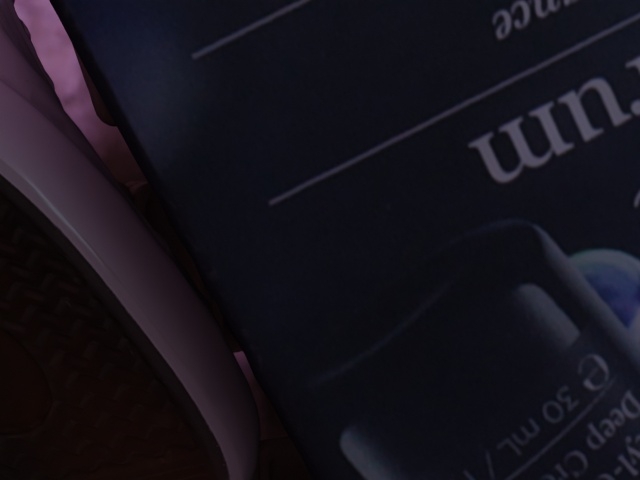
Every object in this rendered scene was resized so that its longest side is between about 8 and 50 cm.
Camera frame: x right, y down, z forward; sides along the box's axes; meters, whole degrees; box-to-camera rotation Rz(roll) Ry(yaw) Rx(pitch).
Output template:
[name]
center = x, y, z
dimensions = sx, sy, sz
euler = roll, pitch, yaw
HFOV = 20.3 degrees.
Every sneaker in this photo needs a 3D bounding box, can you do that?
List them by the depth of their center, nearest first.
[sneaker]
center = -0.106, -0.047, 0.506
dimensions = 0.290, 0.106, 0.123
euler = 49, 38, -8

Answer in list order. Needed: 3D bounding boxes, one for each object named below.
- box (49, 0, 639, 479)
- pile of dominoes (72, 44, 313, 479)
[box]
center = 0.136, 0.005, 0.519
dimensions = 0.293, 0.212, 0.395
euler = -27, 109, 1
[pile of dominoes]
center = 0.000, 0.000, 0.651
dimensions = 0.251, 0.040, 0.196
euler = -1, 87, -42
